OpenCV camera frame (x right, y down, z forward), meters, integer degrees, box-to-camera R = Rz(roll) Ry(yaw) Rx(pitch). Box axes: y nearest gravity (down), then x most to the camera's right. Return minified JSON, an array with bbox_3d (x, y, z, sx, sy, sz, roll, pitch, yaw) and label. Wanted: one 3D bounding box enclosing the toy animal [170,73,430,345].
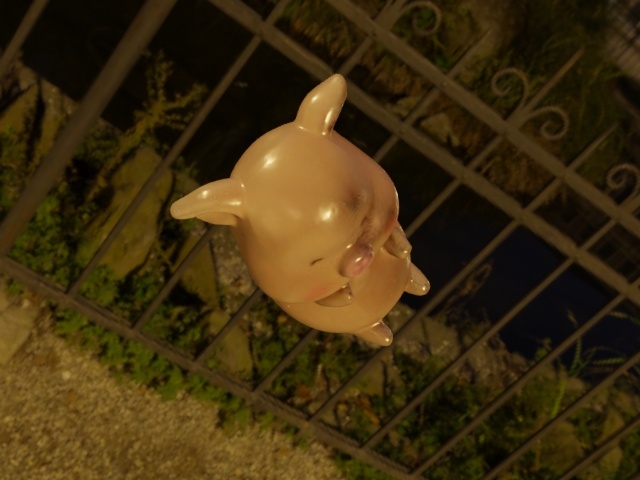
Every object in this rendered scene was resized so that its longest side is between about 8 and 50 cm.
[{"bbox_3d":[0.001,-0.011,0.734,0.154,0.166,0.250,25,-19,30],"label":"toy animal"}]
